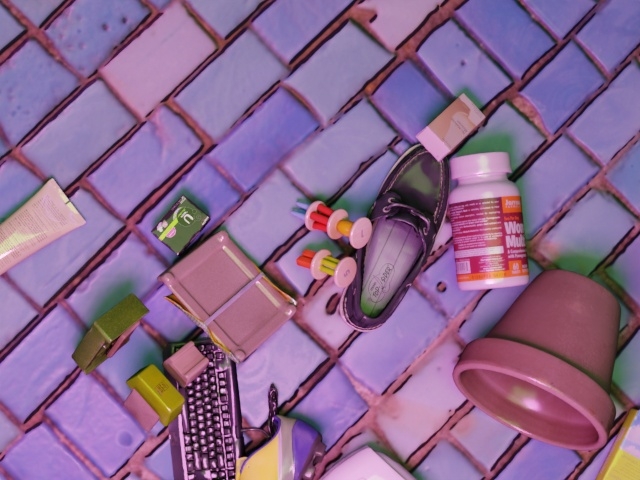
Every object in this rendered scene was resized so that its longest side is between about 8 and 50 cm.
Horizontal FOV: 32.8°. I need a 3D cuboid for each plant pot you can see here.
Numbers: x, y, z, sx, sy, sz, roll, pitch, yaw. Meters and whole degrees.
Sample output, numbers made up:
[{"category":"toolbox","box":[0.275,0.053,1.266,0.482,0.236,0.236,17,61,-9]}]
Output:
[{"category":"plant pot","box":[0.380,0.178,1.764,0.263,0.263,0.229,32,69,-2]}]

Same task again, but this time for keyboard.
[{"category":"keyboard","box":[-0.150,0.319,1.809,0.201,0.033,0.317,-6,89,-5]}]

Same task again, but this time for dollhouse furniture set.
[{"category":"dollhouse furniture set","box":[-0.217,0.150,1.780,0.197,0.151,0.301,47,55,4]}]

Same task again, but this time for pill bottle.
[{"category":"pill bottle","box":[0.277,-0.031,1.811,0.121,0.121,0.221,-6,88,-5]}]

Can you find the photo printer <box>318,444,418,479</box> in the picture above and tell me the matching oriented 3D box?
[{"category":"photo printer","box":[0.099,0.509,1.780,0.307,0.107,0.256,41,86,-1]}]

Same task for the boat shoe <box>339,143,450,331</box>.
[{"category":"boat shoe","box":[0.129,-0.008,1.802,0.127,0.113,0.340,29,85,-1]}]

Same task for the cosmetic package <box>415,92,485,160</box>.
[{"category":"cosmetic package","box":[0.219,-0.191,1.828,0.060,0.041,0.115,46,55,-1]}]

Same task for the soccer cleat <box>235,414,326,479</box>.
[{"category":"soccer cleat","box":[-0.099,0.410,1.731,0.121,0.093,0.289,28,65,10]}]

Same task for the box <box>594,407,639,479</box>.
[{"category":"box","box":[0.549,0.372,1.853,0.109,0.042,0.178,29,85,-3]}]

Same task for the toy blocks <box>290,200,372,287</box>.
[{"category":"toy blocks","box":[0.000,0.000,1.794,0.148,0.054,0.123,21,89,38]}]

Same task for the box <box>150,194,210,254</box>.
[{"category":"box","box":[-0.231,-0.024,1.807,0.062,0.052,0.083,40,84,-1]}]

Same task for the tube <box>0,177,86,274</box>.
[{"category":"tube","box":[-0.508,0.006,1.786,0.240,0.062,0.070,-38,134,-10]}]
